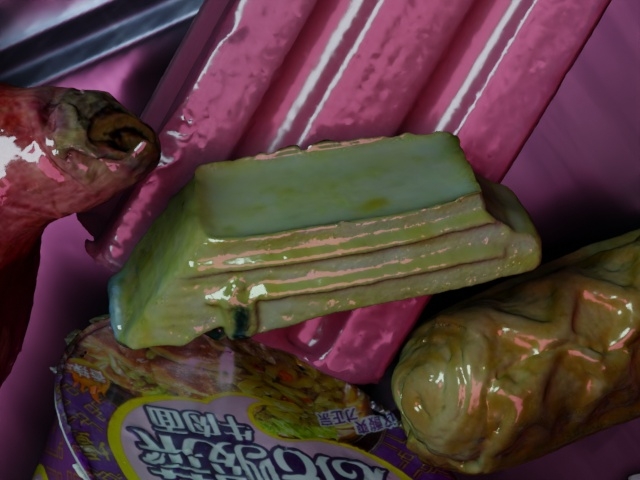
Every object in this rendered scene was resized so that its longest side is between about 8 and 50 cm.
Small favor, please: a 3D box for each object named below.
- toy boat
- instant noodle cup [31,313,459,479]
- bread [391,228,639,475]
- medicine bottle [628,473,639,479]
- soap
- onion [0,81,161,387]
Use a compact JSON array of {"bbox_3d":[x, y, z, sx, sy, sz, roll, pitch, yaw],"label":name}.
[{"bbox_3d":[-0.002,-0.005,0.990,0.276,0.111,0.084,-11,122,-4],"label":"toy boat"},{"bbox_3d":[-0.085,0.249,1.100,0.339,0.340,0.266,23,114,-17],"label":"instant noodle cup"},{"bbox_3d":[0.173,0.083,1.143,0.267,0.130,0.152,-20,147,-21],"label":"bread"},{"bbox_3d":[0.351,0.277,1.315,0.171,0.052,0.201,-12,109,-7],"label":"medicine bottle"},{"bbox_3d":[0.019,-0.104,1.085,0.233,0.128,0.359,27,101,-19],"label":"soap"},{"bbox_3d":[-0.270,-0.023,0.935,0.385,0.348,0.348,-14,112,18],"label":"onion"}]
